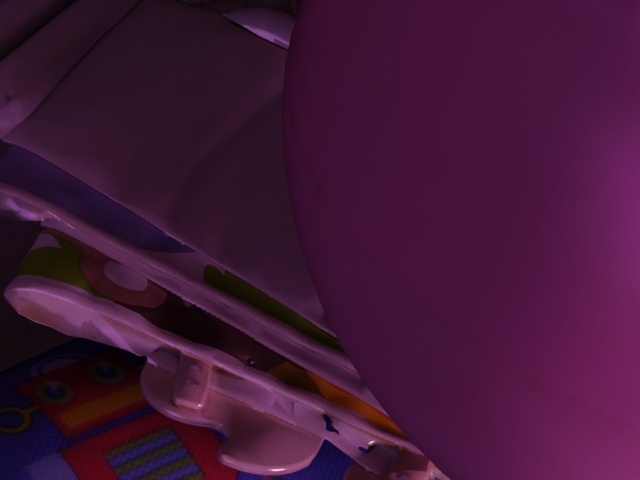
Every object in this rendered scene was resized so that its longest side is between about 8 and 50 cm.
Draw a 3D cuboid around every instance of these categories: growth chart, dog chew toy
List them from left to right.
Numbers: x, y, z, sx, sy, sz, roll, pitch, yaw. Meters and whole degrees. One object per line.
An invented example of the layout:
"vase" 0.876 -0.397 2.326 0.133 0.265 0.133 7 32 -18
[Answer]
"growth chart" 0.000 0.000 0.485 0.237 0.172 0.021 34 130 11
"dog chew toy" 0.104 -0.086 0.345 0.207 0.206 0.331 25 134 18

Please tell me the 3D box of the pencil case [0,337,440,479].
"pencil case" -0.061 0.091 0.473 0.119 0.306 0.133 45 134 24
